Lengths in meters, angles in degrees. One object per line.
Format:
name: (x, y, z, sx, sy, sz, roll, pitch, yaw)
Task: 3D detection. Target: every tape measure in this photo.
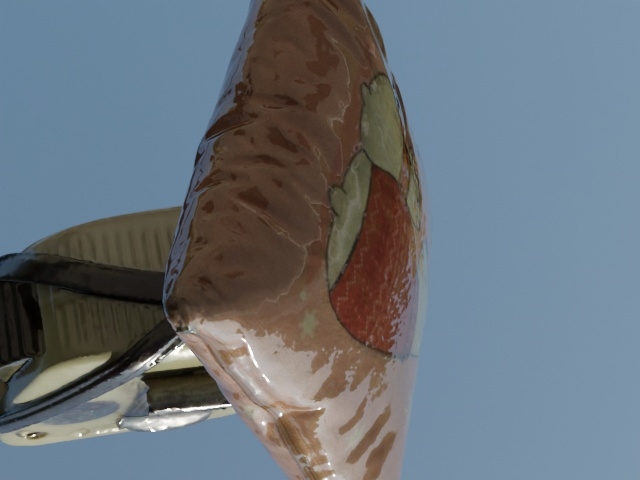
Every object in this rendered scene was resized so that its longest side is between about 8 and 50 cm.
tape measure: (-0.132, 0.066, 1.306, 0.271, 0.231, 0.133, -6, -108, -7)

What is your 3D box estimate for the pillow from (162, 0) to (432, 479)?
pillow: (0.000, 0.000, 0.896, 0.084, 0.223, 0.236, -5, -125, 20)
